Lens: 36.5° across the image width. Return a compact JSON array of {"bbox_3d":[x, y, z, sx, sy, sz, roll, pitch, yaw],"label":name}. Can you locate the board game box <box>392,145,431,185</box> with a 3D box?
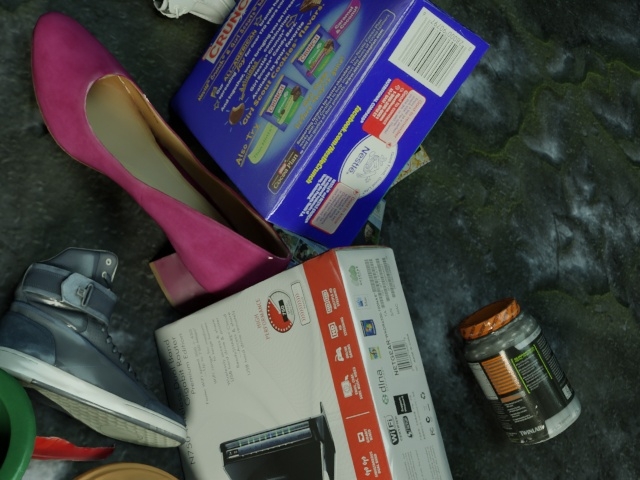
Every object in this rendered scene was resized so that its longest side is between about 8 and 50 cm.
[{"bbox_3d":[0.061,-0.164,1.372,0.194,0.045,0.146,58,38,-1],"label":"board game box"}]

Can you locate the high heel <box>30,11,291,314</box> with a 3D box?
[{"bbox_3d":[-0.167,-0.104,1.043,0.127,0.181,0.377,-40,101,-46],"label":"high heel"}]

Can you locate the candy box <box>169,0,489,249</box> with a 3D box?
[{"bbox_3d":[-0.008,-0.179,1.075,0.122,0.268,0.317,26,14,-38],"label":"candy box"}]

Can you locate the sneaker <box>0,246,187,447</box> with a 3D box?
[{"bbox_3d":[-0.211,0.103,0.977,0.226,0.086,0.163,34,54,-27],"label":"sneaker"}]

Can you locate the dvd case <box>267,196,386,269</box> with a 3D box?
[{"bbox_3d":[0.000,0.000,1.275,0.180,0.022,0.253,34,52,-28],"label":"dvd case"}]

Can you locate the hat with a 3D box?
[{"bbox_3d":[-0.315,0.220,0.870,0.208,0.184,0.173,2,54,1],"label":"hat"}]

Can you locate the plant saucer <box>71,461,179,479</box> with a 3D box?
[{"bbox_3d":[-0.182,0.313,0.927,0.199,0.037,0.200,12,69,-34],"label":"plant saucer"}]

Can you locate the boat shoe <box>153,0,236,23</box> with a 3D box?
[{"bbox_3d":[-0.188,-0.312,1.209,0.184,0.066,0.063,30,67,-34],"label":"boat shoe"}]

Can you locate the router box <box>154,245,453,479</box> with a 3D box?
[{"bbox_3d":[-0.018,0.209,0.959,0.082,0.301,0.336,-3,73,-45],"label":"router box"}]

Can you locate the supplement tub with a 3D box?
[{"bbox_3d":[0.282,0.186,1.394,0.117,0.117,0.190,-32,96,-47],"label":"supplement tub"}]
